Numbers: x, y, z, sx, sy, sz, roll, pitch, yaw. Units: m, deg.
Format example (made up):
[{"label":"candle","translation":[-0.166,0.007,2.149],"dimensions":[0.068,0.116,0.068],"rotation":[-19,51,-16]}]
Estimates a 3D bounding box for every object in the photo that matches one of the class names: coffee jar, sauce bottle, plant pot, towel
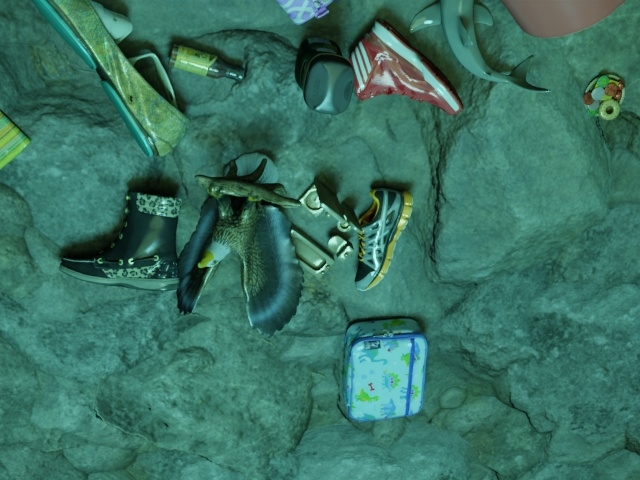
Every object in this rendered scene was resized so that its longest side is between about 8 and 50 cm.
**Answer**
[{"label":"coffee jar","translation":[0.006,-0.275,1.281],"dimensions":[0.079,0.184,0.096],"rotation":[7,115,-11]},{"label":"sauce bottle","translation":[-0.196,-0.303,1.322],"dimensions":[0.128,0.042,0.042],"rotation":[13,113,-16]},{"label":"plant pot","translation":[0.364,-0.475,1.208],"dimensions":[0.275,0.275,0.243],"rotation":[-32,126,8]},{"label":"towel","translation":[-0.619,-0.225,1.314],"dimensions":[0.102,0.021,0.237],"rotation":[-38,114,5]}]

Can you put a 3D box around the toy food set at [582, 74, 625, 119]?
[{"label":"toy food set","translation":[0.536,-0.272,1.447],"dimensions":[0.082,0.020,0.083],"rotation":[14,113,-14]}]

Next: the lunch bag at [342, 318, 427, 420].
[{"label":"lunch bag","translation":[0.138,0.273,1.618],"dimensions":[0.176,0.090,0.219],"rotation":[-2,117,-10]}]

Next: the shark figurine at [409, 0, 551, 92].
[{"label":"shark figurine","translation":[0.271,-0.341,1.329],"dimensions":[0.166,0.116,0.278],"rotation":[-33,113,10]}]

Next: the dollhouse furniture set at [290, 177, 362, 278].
[{"label":"dollhouse furniture set","translation":[0.000,0.000,1.446],"dimensions":[0.144,0.123,0.151],"rotation":[38,105,-22]}]

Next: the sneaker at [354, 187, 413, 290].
[{"label":"sneaker","translation":[0.104,-0.005,1.487],"dimensions":[0.083,0.084,0.215],"rotation":[17,102,-15]}]

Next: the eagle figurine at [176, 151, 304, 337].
[{"label":"eagle figurine","translation":[-0.155,0.007,1.390],"dimensions":[0.225,0.226,0.298],"rotation":[-19,136,-23]}]

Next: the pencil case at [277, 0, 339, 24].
[{"label":"pencil case","translation":[-0.061,-0.447,1.245],"dimensions":[0.086,0.088,0.206],"rotation":[-37,114,8]}]

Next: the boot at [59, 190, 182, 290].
[{"label":"boot","translation":[-0.365,-0.006,1.422],"dimensions":[0.236,0.085,0.178],"rotation":[7,95,13]}]

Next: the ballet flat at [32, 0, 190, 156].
[{"label":"ballet flat","translation":[-0.337,-0.301,1.274],"dimensions":[0.123,0.123,0.348],"rotation":[-30,115,7]}]

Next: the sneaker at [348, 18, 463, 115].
[{"label":"sneaker","translation":[0.142,-0.277,1.369],"dimensions":[0.221,0.087,0.128],"rotation":[42,112,-11]}]
